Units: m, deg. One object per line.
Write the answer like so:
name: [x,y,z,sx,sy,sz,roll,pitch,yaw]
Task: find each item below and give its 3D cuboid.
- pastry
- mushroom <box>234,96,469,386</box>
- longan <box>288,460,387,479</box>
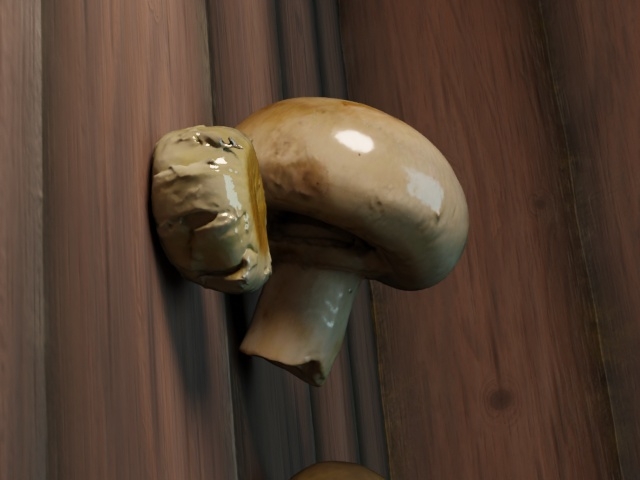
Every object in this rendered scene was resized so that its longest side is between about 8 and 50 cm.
pastry: [-0.095,-0.028,1.084,0.166,0.088,0.166,-8,90,-81]
mushroom: [0.000,0.000,1.306,0.292,0.292,0.290,61,51,-70]
longan: [0.013,0.326,1.297,0.204,0.159,0.185,18,-77,56]
